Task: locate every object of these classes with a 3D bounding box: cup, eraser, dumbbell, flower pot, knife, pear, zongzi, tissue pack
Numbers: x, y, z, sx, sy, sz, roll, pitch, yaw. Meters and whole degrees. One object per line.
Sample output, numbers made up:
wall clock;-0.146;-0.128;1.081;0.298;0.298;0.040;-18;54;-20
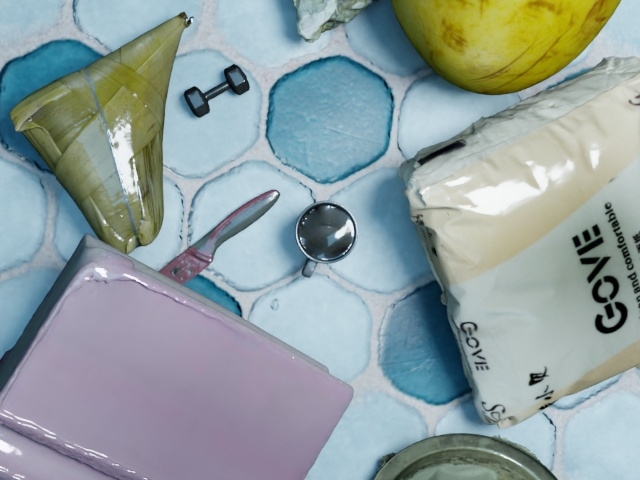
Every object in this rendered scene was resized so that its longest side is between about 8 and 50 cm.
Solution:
cup;0.000;0.000;0.941;0.078;0.077;0.100;26;89;-4
eraser;-0.180;0.195;0.859;0.359;0.122;0.272;34;87;-23
dumbbell;-0.133;-0.193;0.950;0.083;0.036;0.040;-30;92;-3
flower pot;0.168;0.395;0.840;0.291;0.259;0.290;2;99;11
knife;-0.150;0.014;0.964;0.247;0.018;0.035;-39;96;0
pear;0.213;-0.309;0.853;0.281;0.281;0.280;0;91;-4
zongzi;-0.213;-0.132;0.920;0.256;0.115;0.228;-35;97;-13
tissue pack;0.301;0.001;0.914;0.390;0.195;0.375;-30;106;-3

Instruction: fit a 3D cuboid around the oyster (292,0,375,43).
oyster;0.031;-0.395;0.923;0.199;0.112;0.267;-13;95;-3
